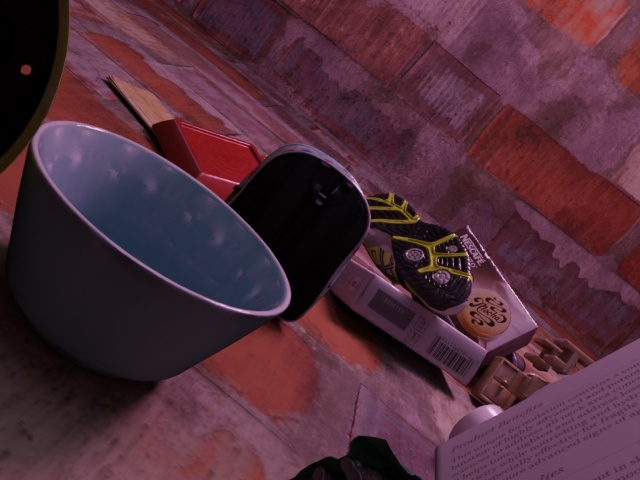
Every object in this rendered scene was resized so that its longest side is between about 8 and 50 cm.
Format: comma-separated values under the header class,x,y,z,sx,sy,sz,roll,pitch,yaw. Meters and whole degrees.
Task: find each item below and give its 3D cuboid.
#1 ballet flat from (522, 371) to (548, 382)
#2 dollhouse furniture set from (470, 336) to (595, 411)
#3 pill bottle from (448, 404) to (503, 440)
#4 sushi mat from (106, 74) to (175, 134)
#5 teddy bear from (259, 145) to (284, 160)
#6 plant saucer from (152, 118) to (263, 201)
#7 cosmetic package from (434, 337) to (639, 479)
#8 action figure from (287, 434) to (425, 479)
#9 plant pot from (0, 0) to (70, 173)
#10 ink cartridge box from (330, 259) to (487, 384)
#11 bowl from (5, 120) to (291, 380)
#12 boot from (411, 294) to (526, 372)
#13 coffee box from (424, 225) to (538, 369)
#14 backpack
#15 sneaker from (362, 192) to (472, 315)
class,x,y,z,sx,sy,sz,roll,pitch,yaw
ballet flat,0.578,0.429,1.637,0.348,0.123,0.123,40,14,2
dollhouse furniture set,0.433,0.324,1.391,0.161,0.212,0.242,38,-11,-5
pill bottle,0.297,0.365,1.056,0.131,0.131,0.229,27,18,-41
sushi mat,-0.349,-0.257,1.565,0.316,0.019,0.151,47,15,27
teddy bear,-0.057,-0.141,1.730,0.338,0.113,0.245,28,20,-23
plant saucer,-0.198,-0.156,1.463,0.259,0.047,0.259,14,32,-39
cosmetic package,0.327,0.337,0.663,0.327,0.329,0.393,56,14,-3
action figure,0.079,0.294,0.798,0.232,0.137,0.063,38,35,-42
plant pot,-0.418,-0.220,0.703,0.366,0.366,0.353,36,2,-16
ink cartridge box,0.144,0.144,1.529,0.308,0.091,0.385,34,-2,-19
bowl,-0.203,0.029,0.753,0.312,0.163,0.311,37,14,-11
boot,0.373,0.221,1.801,0.338,0.118,0.223,53,11,22
coffee box,0.343,0.135,1.639,0.119,0.168,0.297,86,-21,-61
backpack,-0.046,-0.026,1.140,0.225,0.253,0.191,37,14,-7
sneaker,0.200,0.041,1.473,0.384,0.145,0.147,-123,-162,-52
